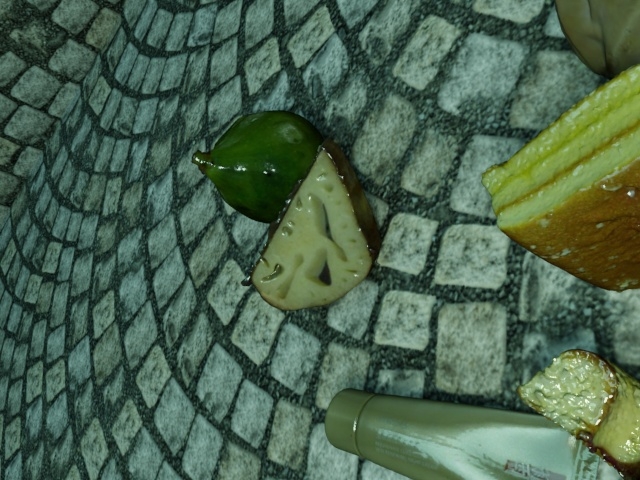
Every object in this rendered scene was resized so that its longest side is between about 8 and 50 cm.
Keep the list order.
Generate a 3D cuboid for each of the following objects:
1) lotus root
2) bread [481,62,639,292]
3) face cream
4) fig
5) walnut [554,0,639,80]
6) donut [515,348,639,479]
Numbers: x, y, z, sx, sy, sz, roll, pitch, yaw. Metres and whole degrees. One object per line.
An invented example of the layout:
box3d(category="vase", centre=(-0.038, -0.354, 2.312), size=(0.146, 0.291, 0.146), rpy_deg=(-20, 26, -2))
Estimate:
box3d(category="lotus root", centre=(0.000, 0.000, 1.027), size=(0.260, 0.170, 0.074), rpy_deg=(-51, 2, 29))
box3d(category="bread", centre=(0.291, -0.037, 0.636), size=(0.184, 0.234, 0.110), rpy_deg=(-35, 50, 38))
box3d(category="face cream", centre=(0.155, 0.245, 0.826), size=(0.341, 0.084, 0.137), rpy_deg=(3, 70, 43))
box3d(category="fig", centre=(-0.096, -0.108, 1.098), size=(0.195, 0.245, 0.195), rpy_deg=(12, 109, 37))
box3d(category="walnut", centre=(0.358, -0.247, 0.637), size=(0.273, 0.227, 0.273), rpy_deg=(-21, 59, 41))
box3d(category="donut", centre=(0.296, 0.182, 0.632), size=(0.217, 0.141, 0.085), rpy_deg=(40, 98, 40))
